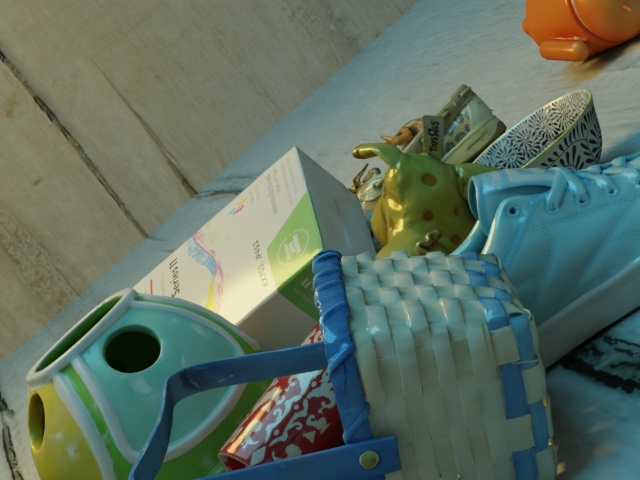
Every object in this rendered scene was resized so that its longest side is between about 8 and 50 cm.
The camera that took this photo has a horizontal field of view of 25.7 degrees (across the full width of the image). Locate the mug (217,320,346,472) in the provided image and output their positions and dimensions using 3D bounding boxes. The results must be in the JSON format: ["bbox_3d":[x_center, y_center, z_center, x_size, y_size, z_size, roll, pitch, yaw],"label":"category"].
[{"bbox_3d":[0.002,0.153,1.232,0.169,0.113,0.150,-48,11,-22],"label":"mug"}]

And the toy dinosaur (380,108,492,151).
[{"bbox_3d":[0.151,-0.165,2.093,0.112,0.064,0.211,-43,12,-22],"label":"toy dinosaur"}]

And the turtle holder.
[{"bbox_3d":[-0.190,0.195,1.375,0.320,0.227,0.243,-40,12,-5],"label":"turtle holder"}]

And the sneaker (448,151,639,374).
[{"bbox_3d":[0.201,-0.014,1.135,0.366,0.150,0.135,-39,12,3],"label":"sneaker"}]

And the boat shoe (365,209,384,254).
[{"bbox_3d":[0.086,-0.006,1.631,0.258,0.084,0.095,-37,11,12],"label":"boat shoe"}]

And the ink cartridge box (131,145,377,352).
[{"bbox_3d":[-0.103,0.086,1.592,0.353,0.119,0.207,-41,35,19],"label":"ink cartridge box"}]

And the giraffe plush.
[{"bbox_3d":[0.102,0.016,1.285,0.181,0.210,0.170,0,56,24],"label":"giraffe plush"}]

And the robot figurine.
[{"bbox_3d":[0.354,-0.307,1.835,0.158,0.128,0.219,-22,2,-25],"label":"robot figurine"}]

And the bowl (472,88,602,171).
[{"bbox_3d":[0.231,-0.072,1.438,0.170,0.080,0.170,-38,11,9],"label":"bowl"}]

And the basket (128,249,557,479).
[{"bbox_3d":[0.016,0.118,1.010,0.289,0.201,0.255,-7,15,4],"label":"basket"}]

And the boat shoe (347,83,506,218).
[{"bbox_3d":[0.106,-0.084,1.806,0.285,0.089,0.104,-38,-5,-8],"label":"boat shoe"}]
